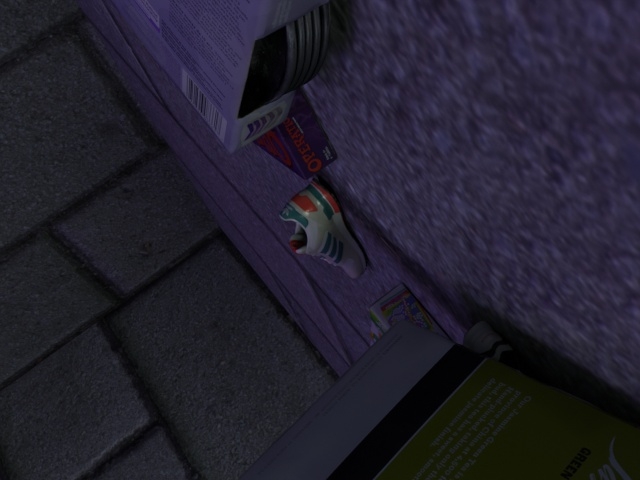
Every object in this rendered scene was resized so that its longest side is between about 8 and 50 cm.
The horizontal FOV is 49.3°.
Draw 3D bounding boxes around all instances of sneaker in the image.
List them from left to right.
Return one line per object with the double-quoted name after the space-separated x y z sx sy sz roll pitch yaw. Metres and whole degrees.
0.000 0.000 0.875 0.057 0.075 0.161 44 166 48 "sneaker"
0.161 0.122 0.633 0.044 0.040 0.109 40 164 49 "sneaker"

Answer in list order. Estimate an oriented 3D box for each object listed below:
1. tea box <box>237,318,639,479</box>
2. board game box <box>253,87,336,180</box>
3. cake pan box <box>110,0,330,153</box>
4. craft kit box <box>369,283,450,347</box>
0.156 0.287 0.558 0.323 0.220 0.329 22 149 54 "tea box"
-0.117 -0.209 0.790 0.208 0.056 0.347 54 172 -34 "board game box"
-0.099 -0.212 0.483 0.267 0.070 0.246 52 162 7 "cake pan box"
0.157 0.194 0.885 0.250 0.061 0.246 50 173 17 "craft kit box"
